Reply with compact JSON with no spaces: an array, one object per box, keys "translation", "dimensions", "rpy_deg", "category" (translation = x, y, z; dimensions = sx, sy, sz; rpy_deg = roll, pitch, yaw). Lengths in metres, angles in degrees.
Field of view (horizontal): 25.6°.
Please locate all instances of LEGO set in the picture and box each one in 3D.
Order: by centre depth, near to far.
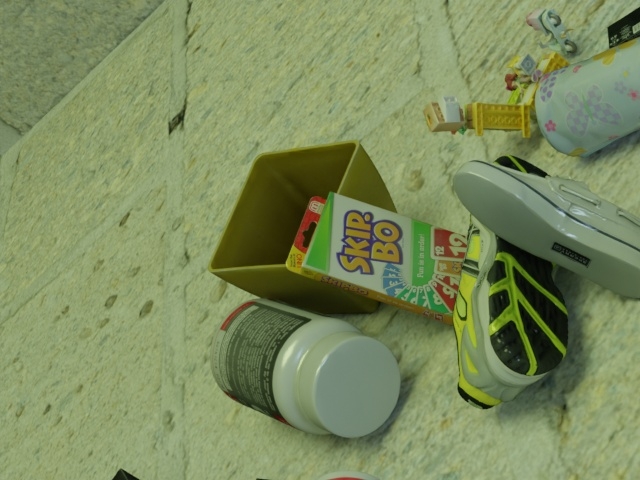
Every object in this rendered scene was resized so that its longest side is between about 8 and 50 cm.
[{"translation":[0.251,-0.204,2.003],"dimensions":[0.287,0.132,0.107],"rpy_deg":[-40,17,-24],"category":"LEGO set"}]

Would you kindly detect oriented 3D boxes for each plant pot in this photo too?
[{"translation":[0.000,0.000,2.066],"dimensions":[0.212,0.187,0.212],"rpy_deg":[-5,55,43],"category":"plant pot"}]

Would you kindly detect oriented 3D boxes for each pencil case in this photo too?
[{"translation":[0.404,-0.193,1.787],"dimensions":[0.273,0.124,0.113],"rpy_deg":[-17,21,45],"category":"pencil case"}]

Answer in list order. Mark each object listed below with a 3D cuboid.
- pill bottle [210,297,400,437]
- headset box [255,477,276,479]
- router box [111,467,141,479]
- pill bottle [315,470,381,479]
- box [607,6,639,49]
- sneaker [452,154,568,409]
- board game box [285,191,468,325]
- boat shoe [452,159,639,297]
[{"translation":[-0.023,0.177,1.948],"dimensions":[0.161,0.161,0.283],"rpy_deg":[-59,29,-11],"category":"pill bottle"},{"translation":[-0.077,0.373,1.943],"dimensions":[0.062,0.032,0.083],"rpy_deg":[-8,52,53],"category":"headset box"},{"translation":[-0.299,0.509,2.062],"dimensions":[0.243,0.081,0.309],"rpy_deg":[-52,29,0],"category":"router box"},{"translation":[0.031,0.380,1.702],"dimensions":[0.108,0.108,0.180],"rpy_deg":[-32,35,32],"category":"pill bottle"},{"translation":[0.427,-0.256,1.852],"dimensions":[0.062,0.083,0.052],"rpy_deg":[-31,35,33],"category":"box"},{"translation":[0.224,0.041,1.769],"dimensions":[0.147,0.145,0.384],"rpy_deg":[-53,14,42],"category":"sneaker"},{"translation":[0.093,0.023,1.889],"dimensions":[0.039,0.259,0.124],"rpy_deg":[95,-166,-62],"category":"board game box"},{"translation":[0.288,-0.033,1.660],"dimensions":[0.088,0.267,0.096],"rpy_deg":[-58,-11,-29],"category":"boat shoe"}]
